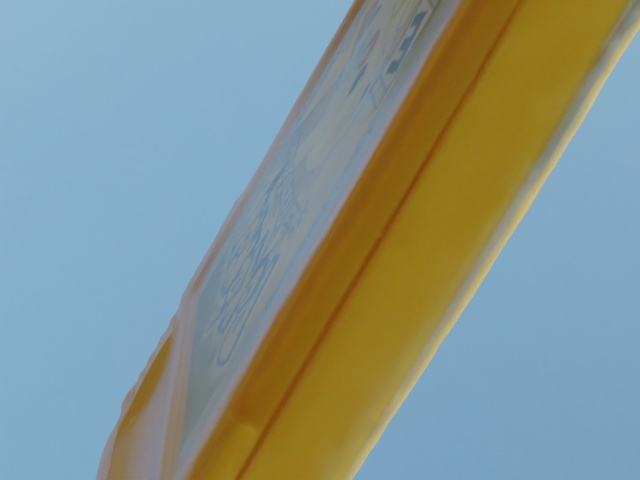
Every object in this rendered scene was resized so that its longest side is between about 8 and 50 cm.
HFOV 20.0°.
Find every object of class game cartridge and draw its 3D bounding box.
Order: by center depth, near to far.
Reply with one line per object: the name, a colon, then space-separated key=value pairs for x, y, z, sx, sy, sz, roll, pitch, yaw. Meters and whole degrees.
game cartridge: x=0.000 y=0.000 z=0.664 sx=0.323 sy=0.053 sz=0.285 roll=-57 pitch=-170 yaw=12
